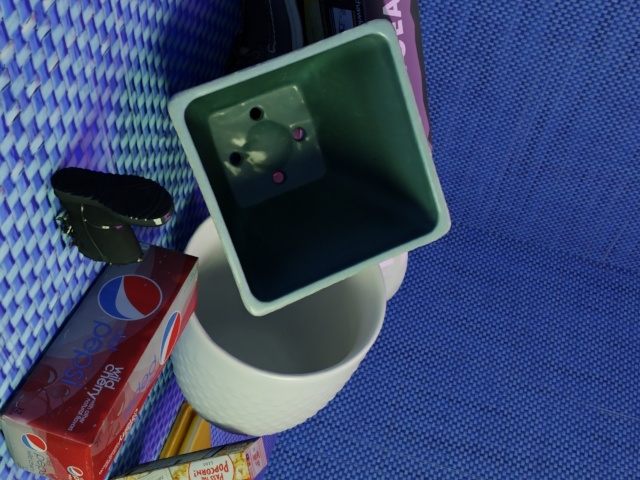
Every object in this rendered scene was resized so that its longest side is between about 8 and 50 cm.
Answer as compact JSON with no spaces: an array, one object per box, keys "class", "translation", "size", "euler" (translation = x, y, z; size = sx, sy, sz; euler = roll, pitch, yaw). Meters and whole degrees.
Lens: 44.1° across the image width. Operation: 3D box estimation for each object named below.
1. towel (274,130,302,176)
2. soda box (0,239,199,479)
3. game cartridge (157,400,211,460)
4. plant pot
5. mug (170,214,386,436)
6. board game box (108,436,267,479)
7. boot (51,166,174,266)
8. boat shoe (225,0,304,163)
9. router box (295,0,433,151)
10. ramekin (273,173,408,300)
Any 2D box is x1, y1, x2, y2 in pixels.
[{"class":"towel","translation":[-0.034,-0.214,1.313],"size":[0.329,0.037,0.237],"euler":[-57,179,12]},{"class":"soda box","translation":[-0.212,0.116,0.810],"size":[0.263,0.092,0.083],"euler":[-67,171,-48]},{"class":"game cartridge","translation":[-0.266,0.479,1.408],"size":[0.324,0.052,0.285],"euler":[100,8,-53]},{"class":"plant pot","translation":[-0.035,-0.099,0.934],"size":[0.252,0.247,0.247],"euler":[-143,-148,-70]},{"class":"mug","translation":[-0.088,0.098,1.173],"size":[0.328,0.276,0.374],"euler":[114,-25,-54]},{"class":"board game box","translation":[-0.183,0.328,1.122],"size":[0.147,0.193,0.045],"euler":[48,29,-81]},{"class":"boot","translation":[-0.178,-0.014,0.704],"size":[0.099,0.121,0.045],"euler":[87,21,-51]},{"class":"boat shoe","translation":[-0.083,-0.229,1.080],"size":[0.092,0.103,0.285],"euler":[-18,124,-27]},{"class":"router box","translation":[0.032,-0.273,1.029],"size":[0.243,0.081,0.309],"euler":[35,-39,54]},{"class":"ramekin","translation":[0.000,0.000,1.315],"size":[0.135,0.277,0.277],"euler":[-20,135,-37]}]
